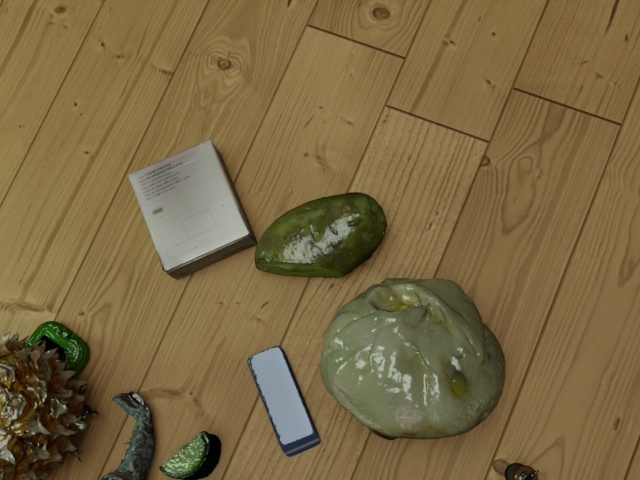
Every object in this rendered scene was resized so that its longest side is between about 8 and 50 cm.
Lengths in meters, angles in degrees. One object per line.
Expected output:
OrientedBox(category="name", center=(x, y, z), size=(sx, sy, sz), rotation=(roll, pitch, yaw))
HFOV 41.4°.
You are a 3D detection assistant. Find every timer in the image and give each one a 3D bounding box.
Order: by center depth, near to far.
OrientedBox(category="timer", center=(-0.590, 0.253, 1.872), size=(0.140, 0.047, 0.128), rotation=(35, 83, 13))

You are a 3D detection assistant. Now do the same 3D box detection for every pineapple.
OrientedBox(category="pineapple", center=(-0.644, 0.345, 1.686), size=(0.352, 0.300, 0.352), rotation=(0, 79, 1))

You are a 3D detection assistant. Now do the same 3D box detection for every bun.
OrientedBox(category="bun", center=(0.187, 0.204, 1.631), size=(0.365, 0.219, 0.365), rotation=(3, 38, -3))

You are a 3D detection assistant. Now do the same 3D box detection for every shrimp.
OrientedBox(category="shrimp", center=(-0.429, 0.516, 1.731), size=(0.166, 0.221, 0.410), rotation=(28, 62, -11))

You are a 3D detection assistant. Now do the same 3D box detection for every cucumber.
OrientedBox(category="cucumber", center=(-0.257, 0.454, 1.747), size=(0.116, 0.115, 0.062), rotation=(-40, 72, -5))

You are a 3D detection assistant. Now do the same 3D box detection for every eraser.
OrientedBox(category="eraser", center=(-0.078, 0.338, 1.788), size=(0.082, 0.036, 0.225), rotation=(-24, 75, 2))

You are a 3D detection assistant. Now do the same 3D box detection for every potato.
OrientedBox(category="potato", center=(0.000, 0.000, 1.807), size=(0.298, 0.141, 0.176), rotation=(-22, 62, 9))

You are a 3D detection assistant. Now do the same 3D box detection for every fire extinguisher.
OrientedBox(category="fire extinguisher", center=(0.385, 0.457, 1.626), size=(0.062, 0.177, 0.050), rotation=(-35, 76, -2))

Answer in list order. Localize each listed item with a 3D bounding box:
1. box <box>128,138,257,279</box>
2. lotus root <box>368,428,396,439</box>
OrientedBox(category="box", center=(-0.281, -0.068, 1.873), size=(0.203, 0.106, 0.251), rotation=(-25, 76, 3))
OrientedBox(category="lotus root", center=(0.134, 0.346, 1.722), size=(0.081, 0.112, 0.122), rotation=(-55, 44, 8))
